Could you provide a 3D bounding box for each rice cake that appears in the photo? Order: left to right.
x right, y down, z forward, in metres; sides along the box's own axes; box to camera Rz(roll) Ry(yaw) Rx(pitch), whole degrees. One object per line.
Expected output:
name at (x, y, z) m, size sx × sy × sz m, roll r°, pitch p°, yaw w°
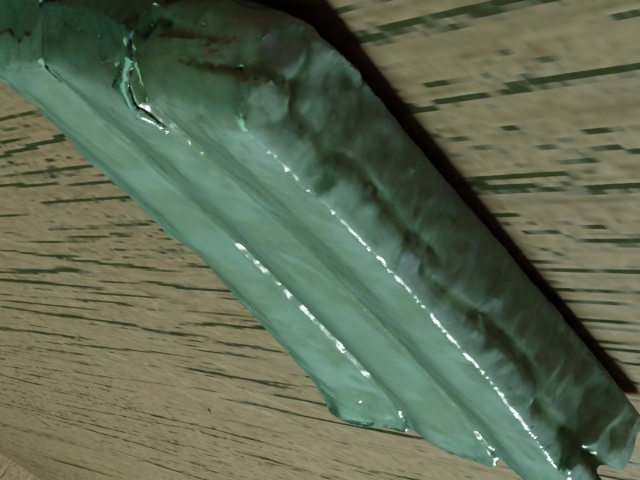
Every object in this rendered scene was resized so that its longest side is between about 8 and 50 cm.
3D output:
rice cake at (0.000, 0.000, 0.431) m, size 0.124 × 0.038 × 0.211 m, roll 17°, pitch 158°, yaw 39°
